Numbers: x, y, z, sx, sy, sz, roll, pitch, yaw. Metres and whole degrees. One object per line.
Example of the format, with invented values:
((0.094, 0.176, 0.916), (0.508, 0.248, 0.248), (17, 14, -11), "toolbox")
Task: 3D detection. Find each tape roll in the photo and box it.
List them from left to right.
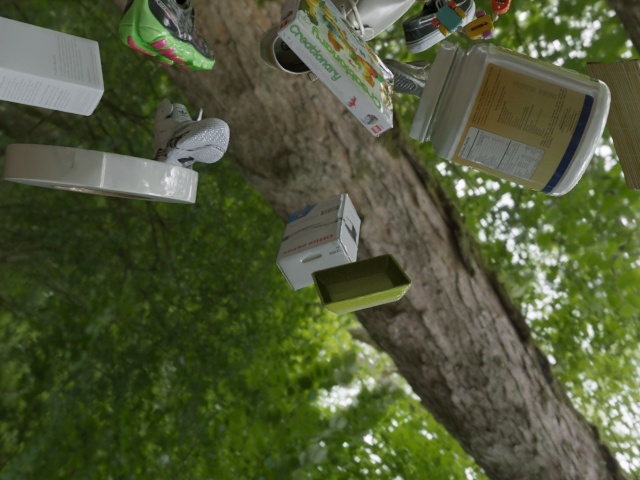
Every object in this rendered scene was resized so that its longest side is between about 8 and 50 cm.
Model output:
((-0.453, -0.134, 1.386), (0.392, 0.392, 0.072), (8, -90, 54), "tape roll")

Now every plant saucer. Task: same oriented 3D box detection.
((0.086, 0.097, 1.407), (0.188, 0.045, 0.188), (-13, -161, -4), "plant saucer")

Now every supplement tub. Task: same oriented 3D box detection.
((0.345, -0.235, 1.240), (0.228, 0.316, 0.228), (20, 90, -84), "supplement tub")

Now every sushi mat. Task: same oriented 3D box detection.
((0.662, -0.235, 1.400), (0.019, 0.316, 0.151), (-31, -162, -11), "sushi mat")

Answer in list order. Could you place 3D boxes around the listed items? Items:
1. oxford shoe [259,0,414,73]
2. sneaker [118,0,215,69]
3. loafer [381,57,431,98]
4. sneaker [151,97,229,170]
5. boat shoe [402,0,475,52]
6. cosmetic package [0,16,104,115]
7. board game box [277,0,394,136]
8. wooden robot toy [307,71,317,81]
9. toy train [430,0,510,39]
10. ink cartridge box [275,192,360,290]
((0.053, -0.554, 1.689), (0.449, 0.169, 0.130), (-25, -147, 7), "oxford shoe")
((-0.379, -0.570, 1.745), (0.483, 0.185, 0.202), (-82, -177, -84), "sneaker")
((0.262, -0.465, 1.871), (0.094, 0.251, 0.087), (-21, -118, 54), "loafer")
((-0.365, -0.303, 1.798), (0.366, 0.137, 0.210), (-25, -118, 51), "sneaker")
((0.385, -0.723, 2.115), (0.121, 0.119, 0.335), (8, -138, 44), "boat shoe")
((-0.496, -0.298, 1.122), (0.085, 0.231, 0.117), (-39, -124, 43), "cosmetic package")
((0.042, -0.377, 1.356), (0.053, 0.305, 0.193), (-27, -142, 32), "board game box")
((0.045, -0.561, 2.142), (0.173, 0.076, 0.079), (-16, -153, -10), "wooden robot toy")
((0.308, -0.461, 1.327), (0.166, 0.046, 0.125), (9, -93, 22), "toy train")
((0.000, 0.000, 2.148), (0.223, 0.129, 0.307), (-20, -154, 18), "ink cartridge box")
